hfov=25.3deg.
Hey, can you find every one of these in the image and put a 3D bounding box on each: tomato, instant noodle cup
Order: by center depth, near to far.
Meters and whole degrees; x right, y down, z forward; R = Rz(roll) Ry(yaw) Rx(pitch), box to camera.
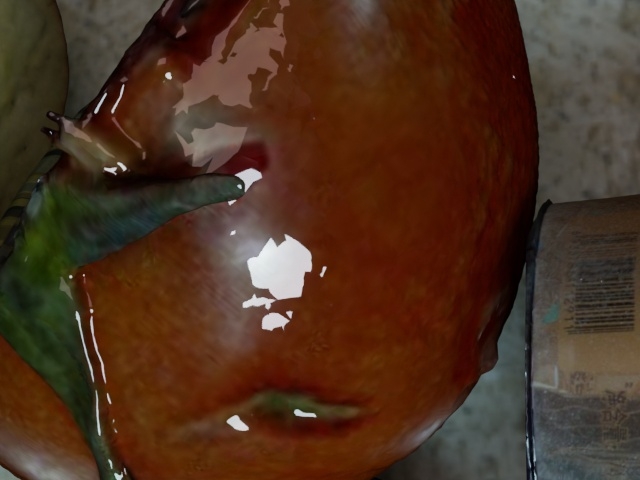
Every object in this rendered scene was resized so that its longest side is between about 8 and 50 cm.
[{"bbox_3d":[0.193,0.065,0.560,0.207,0.217,0.217,-2,72,17],"label":"instant noodle cup"},{"bbox_3d":[0.002,0.005,0.597,0.309,0.309,0.170,-45,83,-6],"label":"tomato"}]

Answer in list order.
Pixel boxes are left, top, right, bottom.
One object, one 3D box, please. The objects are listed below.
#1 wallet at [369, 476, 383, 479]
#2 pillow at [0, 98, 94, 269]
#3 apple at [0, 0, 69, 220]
[{"bbox_3d":[-0.056,0.273,0.595,0.197,0.051,0.377,28,80,36],"label":"wallet"},{"bbox_3d":[-0.149,0.034,0.655,0.038,0.113,0.203,26,64,5],"label":"pillow"},{"bbox_3d":[-0.264,-0.044,0.676,0.163,0.251,0.293,9,75,35],"label":"apple"}]
